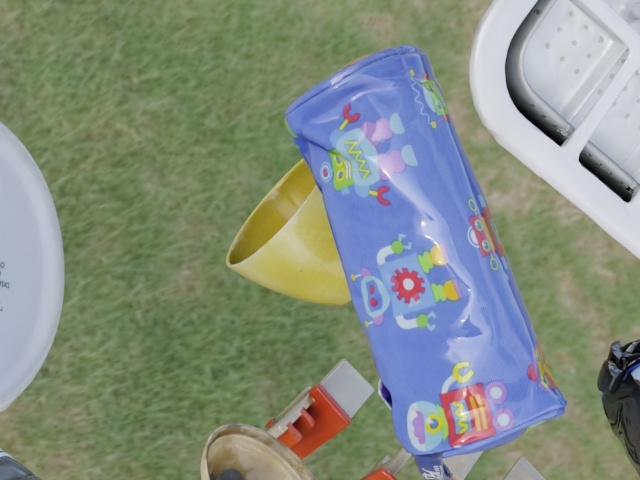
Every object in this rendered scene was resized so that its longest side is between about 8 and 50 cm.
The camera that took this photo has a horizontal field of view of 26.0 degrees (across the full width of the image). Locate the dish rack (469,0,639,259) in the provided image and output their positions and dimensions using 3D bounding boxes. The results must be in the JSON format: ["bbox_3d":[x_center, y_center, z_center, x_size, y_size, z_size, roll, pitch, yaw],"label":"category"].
[{"bbox_3d":[0.248,-0.144,0.776,0.285,0.072,0.333,35,93,-25],"label":"dish rack"}]

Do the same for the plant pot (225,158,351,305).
[{"bbox_3d":[0.000,0.000,1.160,0.095,0.134,0.134,41,55,-14],"label":"plant pot"}]

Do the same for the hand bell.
[{"bbox_3d":[-0.114,0.254,1.030,0.126,0.242,0.126,37,27,-23],"label":"hand bell"}]

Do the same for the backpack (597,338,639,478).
[{"bbox_3d":[0.401,0.159,1.180,0.213,0.263,0.276,60,7,34],"label":"backpack"}]

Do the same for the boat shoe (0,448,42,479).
[{"bbox_3d":[-0.341,0.273,1.139,0.335,0.119,0.121,-43,140,-51],"label":"boat shoe"}]

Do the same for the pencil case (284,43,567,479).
[{"bbox_3d":[0.071,0.014,1.017,0.119,0.133,0.306,-13,82,-61],"label":"pencil case"}]

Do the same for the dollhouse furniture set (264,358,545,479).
[{"bbox_3d":[0.056,0.266,1.449,0.259,0.262,0.135,47,41,0],"label":"dollhouse furniture set"}]

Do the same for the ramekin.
[{"bbox_3d":[-0.292,0.017,0.970,0.273,0.127,0.273,24,63,-61],"label":"ramekin"}]
